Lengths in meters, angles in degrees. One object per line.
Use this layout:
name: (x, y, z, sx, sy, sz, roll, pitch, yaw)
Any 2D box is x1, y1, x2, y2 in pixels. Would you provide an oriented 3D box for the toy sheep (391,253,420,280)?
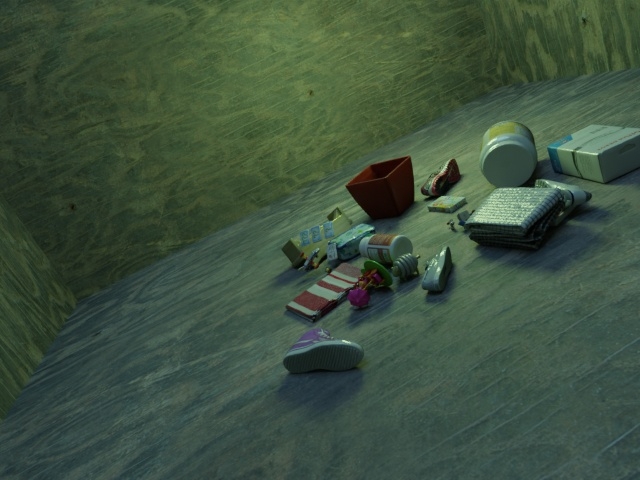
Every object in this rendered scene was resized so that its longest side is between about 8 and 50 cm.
toy sheep: (0.319, 0.093, 1.671, 0.132, 0.091, 0.091, -33, 21, -22)

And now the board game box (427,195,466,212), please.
board game box: (0.591, -0.171, 2.114, 0.104, 0.026, 0.154, -33, 20, -21)

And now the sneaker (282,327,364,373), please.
sneaker: (0.024, 0.324, 1.419, 0.282, 0.102, 0.161, -13, 20, 32)

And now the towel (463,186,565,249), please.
towel: (0.688, -0.083, 1.596, 0.235, 0.121, 0.284, -42, 22, -20)

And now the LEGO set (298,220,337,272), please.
LEGO set: (-0.018, 0.042, 2.050, 0.183, 0.060, 0.244, -18, 65, 25)

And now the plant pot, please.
plant pot: (0.338, -0.259, 2.338, 0.267, 0.235, 0.267, -5, 29, 45)

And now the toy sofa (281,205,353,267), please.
toy sofa: (0.000, 0.000, 2.262, 0.363, 0.177, 0.150, -37, -2, -30)

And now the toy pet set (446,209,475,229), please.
toy pet set: (0.597, -0.079, 1.857, 0.122, 0.065, 0.114, -23, -16, -2)

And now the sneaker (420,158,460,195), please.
sneaker: (0.629, -0.333, 2.352, 0.112, 0.120, 0.299, -4, 28, 50)

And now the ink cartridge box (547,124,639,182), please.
ink cartridge box: (1.109, -0.353, 1.799, 0.223, 0.128, 0.307, -25, 19, 0)

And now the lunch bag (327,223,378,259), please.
lunch bag: (0.152, 0.003, 2.114, 0.219, 0.090, 0.176, -28, 17, -11)

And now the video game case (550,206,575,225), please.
video game case: (0.812, -0.121, 1.719, 0.204, 0.025, 0.285, -35, 22, -25)

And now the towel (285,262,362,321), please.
towel: (0.035, 0.198, 1.825, 0.329, 0.037, 0.237, -34, 20, -24)

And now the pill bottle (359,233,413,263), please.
pill bottle: (0.261, 0.034, 1.845, 0.121, 0.121, 0.216, -36, 22, -28)

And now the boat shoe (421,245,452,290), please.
boat shoe: (0.403, 0.094, 1.577, 0.081, 0.079, 0.227, -7, 29, 32)

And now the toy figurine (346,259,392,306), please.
toy figurine: (0.155, 0.173, 1.654, 0.159, 0.130, 0.173, -45, 11, -23)

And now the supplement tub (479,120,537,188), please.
supplement tub: (0.848, -0.389, 2.045, 0.241, 0.240, 0.331, -15, 22, 28)

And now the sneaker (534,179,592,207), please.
sneaker: (0.872, -0.173, 1.643, 0.095, 0.090, 0.235, -13, 23, -3)

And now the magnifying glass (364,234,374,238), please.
magnifying glass: (0.288, 0.011, 1.951, 0.231, 0.092, 0.026, 13, 70, 45)
